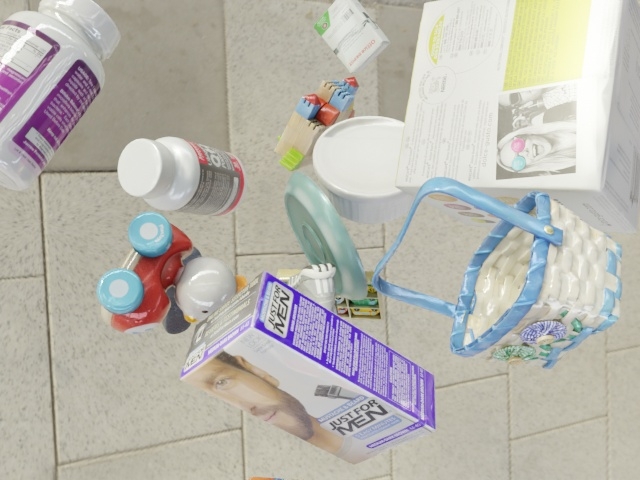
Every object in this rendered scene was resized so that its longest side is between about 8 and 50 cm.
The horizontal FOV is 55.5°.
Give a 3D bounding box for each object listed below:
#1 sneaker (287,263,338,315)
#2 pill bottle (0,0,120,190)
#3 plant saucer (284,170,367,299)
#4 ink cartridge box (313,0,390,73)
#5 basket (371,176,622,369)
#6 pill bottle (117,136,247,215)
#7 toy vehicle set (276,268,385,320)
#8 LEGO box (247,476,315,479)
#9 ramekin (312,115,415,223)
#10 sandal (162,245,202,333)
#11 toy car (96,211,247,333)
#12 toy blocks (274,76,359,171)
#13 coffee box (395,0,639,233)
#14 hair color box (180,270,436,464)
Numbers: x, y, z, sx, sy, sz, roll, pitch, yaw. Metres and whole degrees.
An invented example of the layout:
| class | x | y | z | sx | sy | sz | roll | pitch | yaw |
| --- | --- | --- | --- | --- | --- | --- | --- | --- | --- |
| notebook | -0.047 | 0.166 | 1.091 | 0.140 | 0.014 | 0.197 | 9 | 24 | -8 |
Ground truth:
| class | x | y | z | sx | sy | sz | roll | pitch | yaw |
| --- | --- | --- | --- | --- | --- | --- | --- | --- | --- |
| sneaker | -0.014 | 0.130 | 1.222 | 0.086 | 0.229 | 0.132 | -6 | 78 | -9 |
| pill bottle | -0.448 | -0.242 | 0.948 | 0.169 | 0.169 | 0.302 | 36 | 69 | -21 |
| plant saucer | 0.000 | 0.000 | 1.335 | 0.043 | 0.317 | 0.318 | -29 | 103 | -13 |
| ink cartridge box | 0.103 | -0.671 | 1.981 | 0.208 | 0.153 | 0.087 | 53 | 31 | 4 |
| basket | 0.234 | 0.044 | 0.821 | 0.288 | 0.255 | 0.201 | 23 | 56 | 3 |
| pill bottle | -0.332 | -0.155 | 1.482 | 0.318 | 0.176 | 0.177 | 4 | 90 | -64 |
| toy vehicle set | 0.029 | 0.142 | 1.583 | 0.166 | 0.266 | 0.035 | 75 | 21 | -46 |
| LEGO box | 0.067 | 0.683 | 1.066 | 0.193 | 0.372 | 0.501 | -46 | 121 | -55 |
| ramekin | 0.117 | -0.157 | 1.411 | 0.272 | 0.273 | 0.127 | -30 | 145 | -21 |
| sandal | -0.353 | 0.119 | 1.492 | 0.097 | 0.054 | 0.255 | -4 | 126 | -35 |
| toy car | -0.243 | 0.094 | 1.086 | 0.237 | 0.219 | 0.210 | 24 | 70 | -2 |
| toy blocks | 0.015 | -0.378 | 1.891 | 0.190 | 0.381 | 0.261 | 37 | 118 | 12 |
| coffee box | 0.370 | -0.212 | 1.074 | 0.337 | 0.334 | 0.339 | 18 | 80 | -53 |
| hair color box | -0.010 | 0.203 | 0.901 | 0.338 | 0.185 | 0.110 | 34 | 40 | -22 |
